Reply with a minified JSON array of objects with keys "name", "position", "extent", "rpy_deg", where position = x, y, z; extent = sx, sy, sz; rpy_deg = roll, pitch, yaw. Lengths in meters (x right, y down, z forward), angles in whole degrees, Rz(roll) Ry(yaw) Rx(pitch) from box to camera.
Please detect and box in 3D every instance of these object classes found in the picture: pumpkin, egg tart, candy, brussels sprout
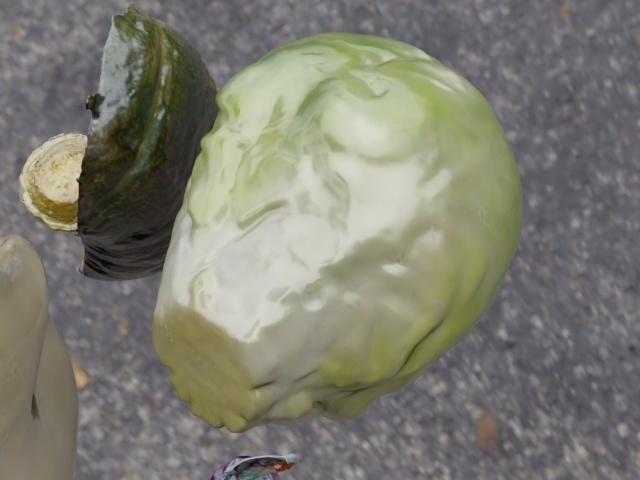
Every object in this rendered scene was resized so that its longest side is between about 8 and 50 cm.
[{"name":"pumpkin","position":[-0.146,-0.045,1.449],"extent":[0.111,0.278,0.163],"rpy_deg":[16,26,2]},{"name":"egg tart","position":[-0.308,-0.074,2.128],"extent":[0.129,0.049,0.128],"rpy_deg":[-1,77,3]},{"name":"candy","position":[-0.042,0.145,0.983],"extent":[0.045,0.175,0.043],"rpy_deg":[-26,81,-14]},{"name":"brussels sprout","position":[0.009,-0.010,1.231],"extent":[0.243,0.316,0.273],"rpy_deg":[41,116,4]}]

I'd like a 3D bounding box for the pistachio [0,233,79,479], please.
[{"name":"pistachio","position":[-0.311,0.169,1.288],"extent":[0.281,0.445,0.365],"rpy_deg":[21,43,6]}]
